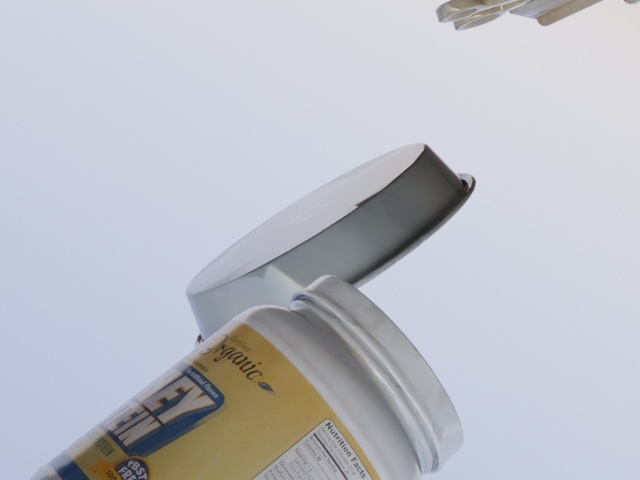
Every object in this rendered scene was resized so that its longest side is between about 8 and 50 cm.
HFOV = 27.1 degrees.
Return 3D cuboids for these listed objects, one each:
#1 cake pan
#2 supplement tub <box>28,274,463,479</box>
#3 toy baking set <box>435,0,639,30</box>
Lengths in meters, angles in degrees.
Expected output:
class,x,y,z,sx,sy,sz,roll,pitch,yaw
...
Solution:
class,x,y,z,sx,sy,sz,roll,pitch,yaw
cake pan,0.000,0.000,1.188,0.054,0.293,0.293,58,-161,-9
supplement tub,-0.038,0.125,0.702,0.144,0.200,0.144,46,162,19
toy baking set,0.184,-0.168,0.811,0.197,0.256,0.030,-17,-93,-28
